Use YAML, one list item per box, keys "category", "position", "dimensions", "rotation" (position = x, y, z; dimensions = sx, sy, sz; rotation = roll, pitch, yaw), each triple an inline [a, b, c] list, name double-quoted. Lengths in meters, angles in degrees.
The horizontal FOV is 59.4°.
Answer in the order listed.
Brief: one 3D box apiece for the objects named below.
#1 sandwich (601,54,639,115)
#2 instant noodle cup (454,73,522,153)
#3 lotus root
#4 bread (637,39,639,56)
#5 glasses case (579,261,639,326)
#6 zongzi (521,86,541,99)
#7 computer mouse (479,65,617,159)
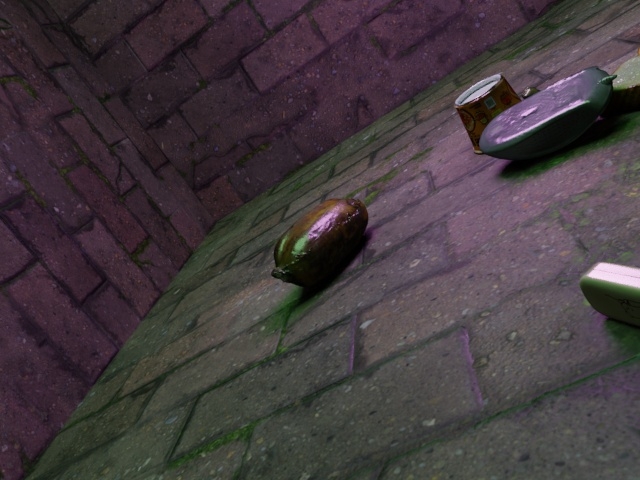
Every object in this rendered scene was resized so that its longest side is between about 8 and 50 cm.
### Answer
- category: "sandwich"
  position: [0.803, -0.402, 1.407]
  dimensions: [0.214, 0.065, 0.186]
  rotation: [-39, 16, -16]
- category: "instant noodle cup"
  position: [0.533, -0.400, 1.751]
  dimensions: [0.216, 0.172, 0.216]
  rotation: [-33, 17, 11]
- category: "lotus root"
  position: [0.000, 0.000, 1.678]
  dimensions: [0.397, 0.179, 0.196]
  rotation: [-45, 16, -33]
- category: "bread"
  position: [0.925, -0.526, 1.528]
  dimensions: [0.103, 0.065, 0.187]
  rotation: [-25, 17, 49]
- category: "glasses case"
  position: [0.437, 0.078, 0.747]
  dimensions: [0.050, 0.083, 0.196]
  rotation: [-38, 15, -11]
- category: "zongzi"
  position: [0.664, -0.443, 1.744]
  dimensions: [0.052, 0.104, 0.113]
  rotation: [-61, 7, 16]
- category: "computer mouse"
  position: [0.590, -0.307, 1.443]
  dimensions: [0.371, 0.122, 0.188]
  rotation: [-28, 31, 43]
